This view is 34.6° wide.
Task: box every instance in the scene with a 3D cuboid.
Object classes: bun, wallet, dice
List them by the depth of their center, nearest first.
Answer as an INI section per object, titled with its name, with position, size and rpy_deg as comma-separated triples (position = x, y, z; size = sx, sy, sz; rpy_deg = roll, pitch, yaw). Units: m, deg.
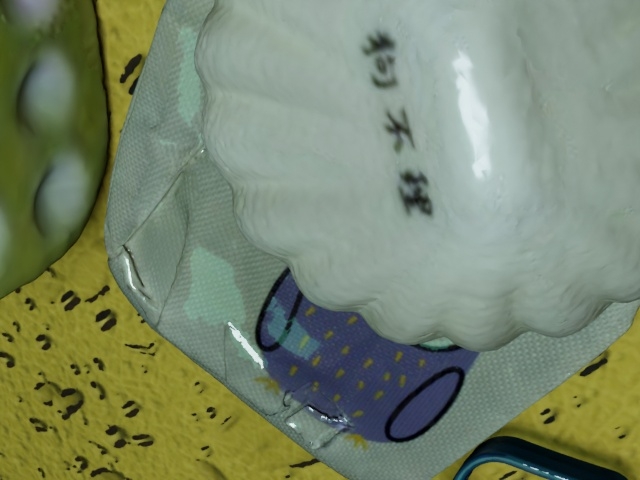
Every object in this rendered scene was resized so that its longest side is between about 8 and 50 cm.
[bun]
position = 0.061, -0.061, 0.434
size = 0.263, 0.175, 0.263
rpy_deg = 2, 103, 8
[wallet]
position = 0.002, -0.002, 0.604
size = 0.335, 0.068, 0.275
rpy_deg = 36, 124, 6
[dice]
position = -0.284, -0.088, 0.620
size = 0.233, 0.227, 0.238
rpy_deg = 9, 117, 23

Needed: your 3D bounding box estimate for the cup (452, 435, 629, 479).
[cup]
position = 0.143, 0.203, 0.604
size = 0.155, 0.131, 0.177
rpy_deg = -6, 100, 26
